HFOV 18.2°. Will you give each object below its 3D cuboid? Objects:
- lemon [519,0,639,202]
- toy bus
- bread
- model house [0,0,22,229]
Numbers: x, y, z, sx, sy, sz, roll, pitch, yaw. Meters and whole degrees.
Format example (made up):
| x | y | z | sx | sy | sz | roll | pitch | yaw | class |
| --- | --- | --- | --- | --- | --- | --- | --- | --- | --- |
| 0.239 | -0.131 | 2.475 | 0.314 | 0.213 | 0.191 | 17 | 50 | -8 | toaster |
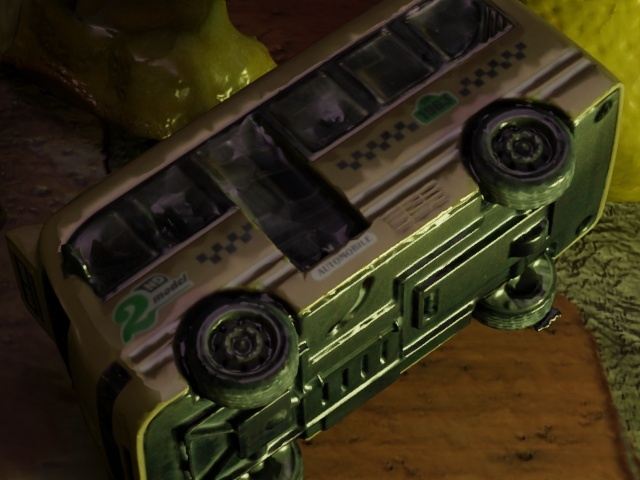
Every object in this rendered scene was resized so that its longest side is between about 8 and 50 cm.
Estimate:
| x | y | z | sx | sy | sz | roll | pitch | yaw | class |
| --- | --- | --- | --- | --- | --- | --- | --- | --- | --- |
| 0.206 | -0.151 | 1.409 | 0.267 | 0.267 | 0.267 | 6 | 43 | -6 | lemon |
| 0.000 | 0.000 | 1.204 | 0.365 | 0.177 | 0.202 | -34 | 63 | -20 | toy bus |
| -0.150 | -0.160 | 1.462 | 0.233 | 0.088 | 0.161 | 32 | 51 | 25 | bread |
| -0.348 | -0.075 | 1.259 | 0.321 | 0.261 | 0.266 | -5 | 68 | 7 | model house |
